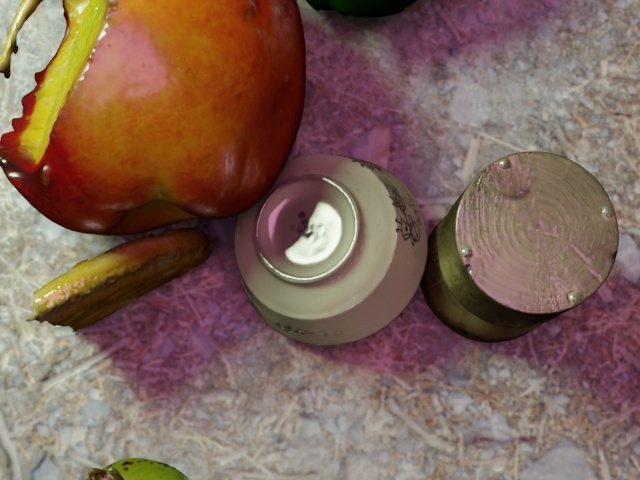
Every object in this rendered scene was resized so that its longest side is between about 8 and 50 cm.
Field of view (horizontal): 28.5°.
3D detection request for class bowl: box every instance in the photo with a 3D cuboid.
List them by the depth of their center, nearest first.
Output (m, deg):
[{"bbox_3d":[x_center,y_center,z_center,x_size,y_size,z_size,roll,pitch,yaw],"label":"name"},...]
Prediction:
[{"bbox_3d":[0.000,0.000,1.476,0.237,0.126,0.238,-3,77,14],"label":"bowl"}]

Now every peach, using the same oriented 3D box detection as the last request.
[{"bbox_3d":[-0.178,-0.177,1.430,0.310,0.335,0.406,27,58,-29],"label":"peach"}]

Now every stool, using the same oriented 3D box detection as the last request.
[{"bbox_3d":[0.219,0.015,1.451,0.179,0.264,0.179,1,78,-4],"label":"stool"}]

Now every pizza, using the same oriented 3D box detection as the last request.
[{"bbox_3d":[-0.243,0.045,1.469,0.292,0.197,0.058,-24,81,-46],"label":"pizza"}]

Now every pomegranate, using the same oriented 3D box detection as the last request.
[{"bbox_3d":[-0.210,0.312,1.399,0.159,0.205,0.159,-9,56,13],"label":"pomegranate"}]

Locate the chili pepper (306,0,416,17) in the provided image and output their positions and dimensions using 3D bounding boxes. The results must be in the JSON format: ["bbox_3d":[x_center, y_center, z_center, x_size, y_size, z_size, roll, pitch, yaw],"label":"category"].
[{"bbox_3d":[0.064,-0.407,1.541,0.256,0.233,0.248,-40,100,-8],"label":"chili pepper"}]
